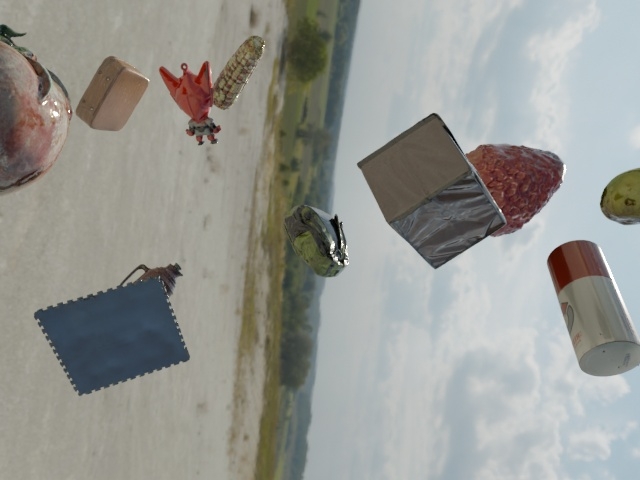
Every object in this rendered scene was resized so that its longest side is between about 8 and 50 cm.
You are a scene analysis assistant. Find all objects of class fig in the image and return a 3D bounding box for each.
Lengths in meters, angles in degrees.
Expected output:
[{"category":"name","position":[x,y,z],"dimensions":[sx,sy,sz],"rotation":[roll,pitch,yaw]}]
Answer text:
[{"category":"fig","position":[0.705,-0.093,1.406],"dimensions":[0.153,0.136,0.120],"rotation":[-31,-125,34]}]

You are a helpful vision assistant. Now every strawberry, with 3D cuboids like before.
[{"category":"strawberry","position":[0.547,-0.176,1.908],"dimensions":[0.310,0.292,0.291],"rotation":[-53,-167,25]}]

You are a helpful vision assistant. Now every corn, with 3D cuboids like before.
[{"category":"corn","position":[-0.216,-0.433,1.632],"dimensions":[0.237,0.080,0.079],"rotation":[-43,-150,45]}]

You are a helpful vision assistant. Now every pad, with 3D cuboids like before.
[{"category":"pad","position":[-0.443,0.212,1.373],"dimensions":[0.012,0.270,0.268],"rotation":[-120,-162,-52]}]

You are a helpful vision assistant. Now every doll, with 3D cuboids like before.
[{"category":"doll","position":[-0.248,-0.268,1.246],"dimensions":[0.057,0.109,0.169],"rotation":[-60,145,-57]}]

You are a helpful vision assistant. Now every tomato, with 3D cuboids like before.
[{"category":"tomato","position":[-0.550,-0.217,0.969],"dimensions":[0.282,0.317,0.316],"rotation":[-53,-179,0]}]

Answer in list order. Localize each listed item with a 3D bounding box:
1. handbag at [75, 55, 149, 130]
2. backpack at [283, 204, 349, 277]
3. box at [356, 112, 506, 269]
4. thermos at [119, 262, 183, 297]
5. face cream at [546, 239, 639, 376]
[{"category":"handbag","position":[-0.555,-0.390,1.697],"dimensions":[0.193,0.072,0.151],"rotation":[-56,161,16]},{"category":"backpack","position":[0.000,0.000,2.059],"dimensions":[0.140,0.207,0.253],"rotation":[-41,-120,27]},{"category":"box","position":[0.222,-0.084,1.213],"dimensions":[0.252,0.188,0.153],"rotation":[42,19,-52]},{"category":"thermos","position":[-0.442,0.135,1.564],"dimensions":[0.232,0.124,0.099],"rotation":[-45,175,-20]},{"category":"face cream","position":[0.441,0.106,1.026],"dimensions":[0.214,0.096,0.095],"rotation":[-89,-174,-45]}]
